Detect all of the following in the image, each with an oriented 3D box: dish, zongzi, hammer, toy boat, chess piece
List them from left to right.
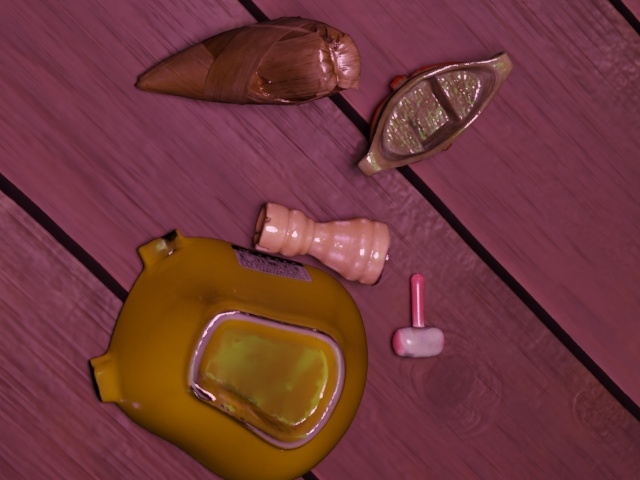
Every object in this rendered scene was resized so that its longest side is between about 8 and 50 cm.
[{"bbox_3d":[-0.064,-0.153,1.230,0.176,0.160,0.078,-12,101,-18],"label":"zongzi"},{"bbox_3d":[-0.066,0.113,1.272,0.262,0.108,0.221,26,84,-17],"label":"dish"},{"bbox_3d":[0.000,0.000,1.309,0.122,0.066,0.066,14,89,-15],"label":"chess piece"},{"bbox_3d":[0.096,0.074,1.363,0.052,0.031,0.083,0,87,-21],"label":"hammer"},{"bbox_3d":[0.103,-0.123,1.330,0.185,0.071,0.089,-38,104,-11],"label":"toy boat"}]
